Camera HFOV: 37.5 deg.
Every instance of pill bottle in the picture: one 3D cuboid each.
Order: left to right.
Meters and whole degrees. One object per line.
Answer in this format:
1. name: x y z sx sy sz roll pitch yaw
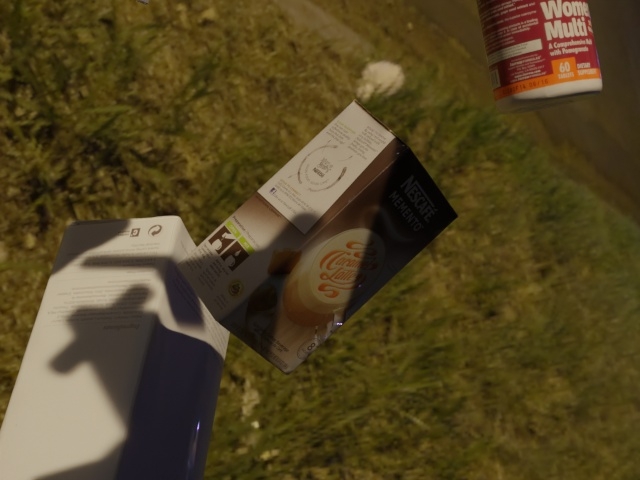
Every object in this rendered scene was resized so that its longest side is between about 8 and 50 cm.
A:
1. pill bottle: 0.239 -0.262 1.066 0.121 0.121 0.221 -13 93 -66

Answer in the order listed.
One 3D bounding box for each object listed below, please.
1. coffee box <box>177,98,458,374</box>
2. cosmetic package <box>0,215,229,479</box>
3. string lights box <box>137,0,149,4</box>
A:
1. coffee box: 0.000 0.000 0.959 0.098 0.246 0.141 47 1 41
2. cosmetic package: -0.224 0.186 1.056 0.217 0.156 0.385 69 23 -48
3. string lights box: -0.304 -0.334 0.986 0.133 0.260 0.076 6 108 -65
